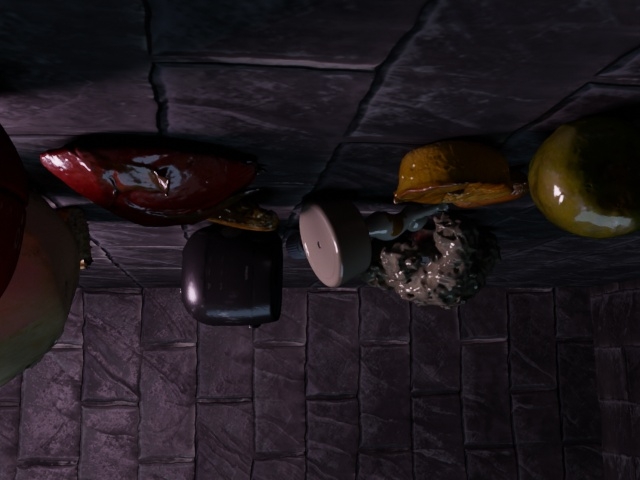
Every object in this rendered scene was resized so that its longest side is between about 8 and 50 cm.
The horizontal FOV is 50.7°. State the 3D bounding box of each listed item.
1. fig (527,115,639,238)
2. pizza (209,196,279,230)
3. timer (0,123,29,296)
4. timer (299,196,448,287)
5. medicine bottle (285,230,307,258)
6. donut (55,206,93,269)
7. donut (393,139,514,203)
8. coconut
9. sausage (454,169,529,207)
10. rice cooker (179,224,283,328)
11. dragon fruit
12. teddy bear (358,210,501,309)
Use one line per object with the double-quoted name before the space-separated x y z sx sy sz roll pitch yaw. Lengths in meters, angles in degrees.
"fig" 0.360 -0.092 0.894 0.167 0.167 0.233 -2 -153 8
"pizza" -0.179 -0.060 1.286 0.199 0.062 0.188 11 175 -21
"timer" -0.494 -0.045 0.667 0.378 0.279 0.378 1 172 0
"timer" 0.113 -0.027 1.346 0.266 0.175 0.175 -17 177 -21
"medicine bottle" 0.000 0.000 1.588 0.083 0.083 0.203 7 170 -38
"donut" -0.543 -0.001 1.404 0.144 0.126 0.186 5 167 5
"donut" 0.202 -0.101 1.024 0.190 0.074 0.174 1 170 -40
"coconut" -0.588 0.076 1.126 0.353 0.352 0.352 -1 171 0
"sausage" 0.294 -0.088 1.168 0.062 0.054 0.183 37 159 -17
"rice cooker" -0.203 0.084 1.588 0.224 0.267 0.267 -1 171 4
"dragon fruit" -0.233 -0.079 1.058 0.282 0.100 0.343 -9 170 18
"teddy bear" 0.223 0.040 1.642 0.367 0.224 0.357 11 179 28
